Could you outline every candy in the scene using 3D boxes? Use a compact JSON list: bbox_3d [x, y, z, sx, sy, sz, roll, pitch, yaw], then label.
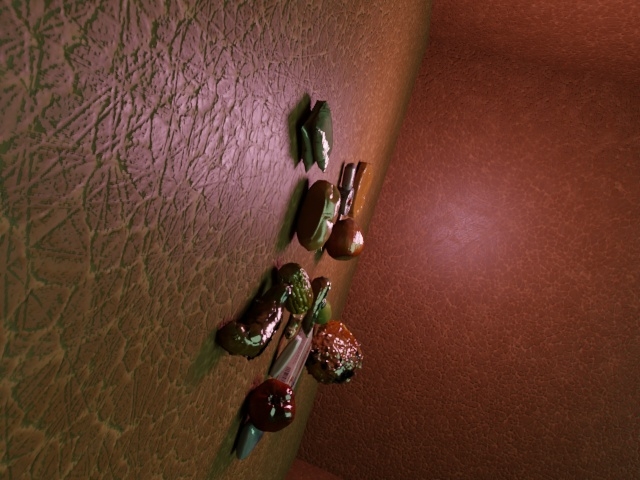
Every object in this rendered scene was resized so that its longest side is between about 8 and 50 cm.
[{"bbox_3d":[-0.258,0.731,1.551,0.174,0.071,0.138,12,96,-79],"label":"candy"}]

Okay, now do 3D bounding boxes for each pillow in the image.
[{"bbox_3d":[-0.008,-0.292,1.145,0.181,0.077,0.134,83,24,-58],"label":"pillow"}]

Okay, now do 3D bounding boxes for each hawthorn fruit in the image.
[{"bbox_3d":[-0.185,0.609,1.501,0.185,0.185,0.202,-64,-177,-33],"label":"hawthorn fruit"}]

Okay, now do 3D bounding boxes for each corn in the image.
[{"bbox_3d":[-0.085,0.165,1.389,0.322,0.119,0.119,88,23,-59],"label":"corn"}]

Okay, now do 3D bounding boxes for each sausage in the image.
[{"bbox_3d":[-0.009,-0.081,1.348,0.136,0.120,0.241,21,88,-67],"label":"sausage"}]

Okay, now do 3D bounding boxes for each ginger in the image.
[{"bbox_3d":[-0.170,0.226,1.121,0.309,0.107,0.133,-42,125,-66],"label":"ginger"}]

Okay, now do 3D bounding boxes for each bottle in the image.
[{"bbox_3d":[-0.003,0.340,2.047,0.260,0.112,0.112,84,26,-64],"label":"bottle"}]

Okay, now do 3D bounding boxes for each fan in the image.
[{"bbox_3d":[0.118,-0.229,1.832,0.130,0.074,0.244,-53,158,-56],"label":"fan"}]

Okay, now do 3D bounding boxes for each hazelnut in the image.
[{"bbox_3d":[0.117,-0.004,1.916,0.214,0.176,0.214,-52,152,-43],"label":"hazelnut"}]

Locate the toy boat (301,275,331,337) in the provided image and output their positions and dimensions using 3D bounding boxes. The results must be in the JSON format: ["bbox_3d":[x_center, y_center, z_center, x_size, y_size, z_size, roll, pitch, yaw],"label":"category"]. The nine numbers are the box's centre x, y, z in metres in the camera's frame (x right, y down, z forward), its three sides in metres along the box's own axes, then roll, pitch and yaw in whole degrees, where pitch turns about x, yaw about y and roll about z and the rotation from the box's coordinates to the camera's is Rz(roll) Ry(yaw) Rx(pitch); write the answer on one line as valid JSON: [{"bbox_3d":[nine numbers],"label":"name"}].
[{"bbox_3d":[-0.037,0.300,1.860,0.099,0.108,0.293,25,83,-51],"label":"toy boat"}]

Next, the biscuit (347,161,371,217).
[{"bbox_3d":[0.215,-0.280,2.256,0.351,0.057,0.312,-32,139,-70],"label":"biscuit"}]

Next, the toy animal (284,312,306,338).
[{"bbox_3d":[-0.096,0.317,1.741,0.241,0.056,0.099,-58,169,-54],"label":"toy animal"}]

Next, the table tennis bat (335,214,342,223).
[{"bbox_3d":[0.156,-0.139,2.042,0.107,0.119,0.170,63,45,-74],"label":"table tennis bat"}]

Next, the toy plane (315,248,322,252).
[{"bbox_3d":[0.000,0.000,1.716,0.102,0.040,0.111,-42,147,-71],"label":"toy plane"}]

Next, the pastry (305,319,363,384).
[{"bbox_3d":[0.075,0.657,2.334,0.292,0.337,0.405,-52,175,22],"label":"pastry"}]

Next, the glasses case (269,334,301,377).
[{"bbox_3d":[-0.142,0.476,1.679,0.197,0.049,0.076,-55,170,-5],"label":"glasses case"}]

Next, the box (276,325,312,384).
[{"bbox_3d":[-0.130,0.613,1.999,0.214,0.069,0.353,95,19,-50],"label":"box"}]
